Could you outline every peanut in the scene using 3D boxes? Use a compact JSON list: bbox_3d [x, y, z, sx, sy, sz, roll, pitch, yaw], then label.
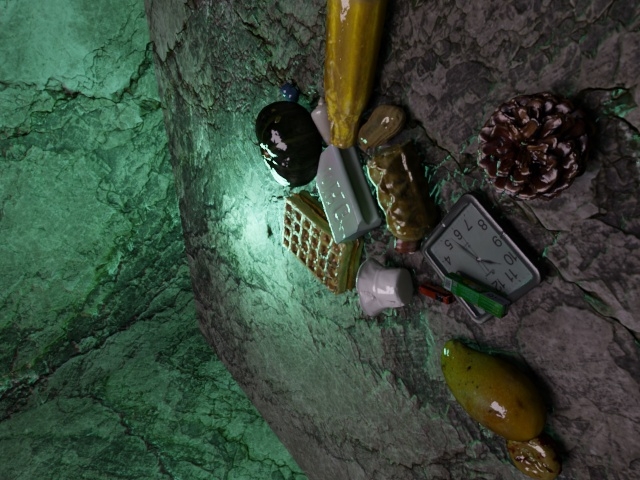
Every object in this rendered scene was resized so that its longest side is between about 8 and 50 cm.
[{"bbox_3d":[0.165,-0.320,1.290,0.194,0.083,0.094,-26,86,59],"label":"peanut"}]

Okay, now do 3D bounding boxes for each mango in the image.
[{"bbox_3d":[0.444,0.399,1.235,0.329,0.175,0.177,21,81,51],"label":"mango"}]

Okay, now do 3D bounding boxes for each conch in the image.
[{"bbox_3d":[0.033,-0.371,1.457,0.094,0.104,0.176,-127,18,-76],"label":"conch"}]

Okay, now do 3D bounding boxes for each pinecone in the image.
[{"bbox_3d":[0.404,-0.182,0.895,0.221,0.221,0.222,35,136,43],"label":"pinecone"}]

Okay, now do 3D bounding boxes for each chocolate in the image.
[{"bbox_3d":[0.075,-0.464,1.266,0.162,0.162,0.446,43,142,35],"label":"chocolate"}]

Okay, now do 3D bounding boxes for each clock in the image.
[{"bbox_3d":[0.405,0.047,1.179,0.279,0.049,0.273,56,147,20],"label":"clock"}]

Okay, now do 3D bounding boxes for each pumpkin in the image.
[{"bbox_3d":[-0.099,-0.331,1.562,0.300,0.207,0.301,158,90,-82],"label":"pumpkin"}]

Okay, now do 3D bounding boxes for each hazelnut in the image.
[{"bbox_3d":[0.255,0.003,1.364,0.086,0.086,0.087,35,136,43],"label":"hazelnut"}]

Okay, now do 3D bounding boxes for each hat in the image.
[{"bbox_3d":[0.215,0.145,1.444,0.126,0.203,0.203,-6,105,35],"label":"hat"}]

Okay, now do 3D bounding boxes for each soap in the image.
[{"bbox_3d":[0.077,-0.152,1.478,0.172,0.095,0.290,-33,72,57],"label":"soap"}]

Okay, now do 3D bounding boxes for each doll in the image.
[{"bbox_3d":[-0.107,-0.517,1.624,0.083,0.050,0.076,49,148,25],"label":"doll"}]

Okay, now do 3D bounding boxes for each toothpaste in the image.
[{"bbox_3d":[0.394,0.137,1.169,0.178,0.037,0.043,31,130,46],"label":"toothpaste"}]

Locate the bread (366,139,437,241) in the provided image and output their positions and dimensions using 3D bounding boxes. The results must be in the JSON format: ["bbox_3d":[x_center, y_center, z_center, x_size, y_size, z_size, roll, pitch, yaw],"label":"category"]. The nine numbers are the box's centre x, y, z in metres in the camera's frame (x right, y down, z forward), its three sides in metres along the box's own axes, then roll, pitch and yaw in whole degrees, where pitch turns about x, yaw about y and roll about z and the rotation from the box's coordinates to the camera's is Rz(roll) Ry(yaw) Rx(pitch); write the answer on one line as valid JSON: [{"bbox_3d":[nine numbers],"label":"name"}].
[{"bbox_3d":[0.226,-0.128,1.248,0.130,0.152,0.268,-166,55,-77],"label":"bread"}]

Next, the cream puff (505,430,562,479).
[{"bbox_3d":[0.569,0.555,1.208,0.149,0.084,0.149,31,133,40],"label":"cream puff"}]

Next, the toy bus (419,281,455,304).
[{"bbox_3d":[0.343,0.155,1.346,0.110,0.043,0.031,22,126,50],"label":"toy bus"}]

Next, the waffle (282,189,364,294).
[{"bbox_3d":[0.000,0.000,1.721,0.376,0.113,0.261,41,137,37],"label":"waffle"}]

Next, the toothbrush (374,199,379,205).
[{"bbox_3d":[0.180,-0.120,1.445,0.297,0.030,0.030,1,116,58],"label":"toothbrush"}]
